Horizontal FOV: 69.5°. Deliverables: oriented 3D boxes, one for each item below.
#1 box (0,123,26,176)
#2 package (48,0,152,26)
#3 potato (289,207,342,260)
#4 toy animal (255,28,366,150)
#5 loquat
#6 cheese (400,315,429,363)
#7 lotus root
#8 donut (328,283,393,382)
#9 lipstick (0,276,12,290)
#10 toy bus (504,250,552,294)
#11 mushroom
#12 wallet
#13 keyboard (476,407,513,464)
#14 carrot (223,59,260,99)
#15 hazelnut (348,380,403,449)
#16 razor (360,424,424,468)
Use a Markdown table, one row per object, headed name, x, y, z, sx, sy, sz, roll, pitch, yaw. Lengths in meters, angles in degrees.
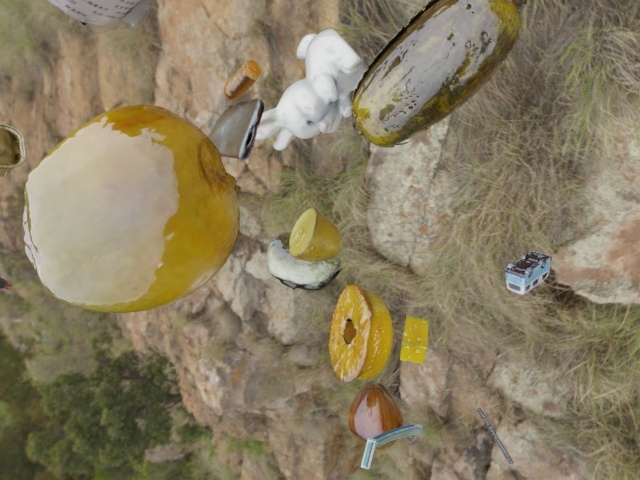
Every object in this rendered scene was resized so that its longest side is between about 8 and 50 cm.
| name | x | y | z | sx | sy | sz | roll | pitch | yaw |
| --- | --- | --- | --- | --- | --- | --- | --- | --- | --- |
| box | -0.664 | -0.178 | 0.875 | 0.111 | 0.177 | 0.111 | 2 | 93 | 48 |
| package | -0.298 | -0.369 | 0.599 | 0.203 | 0.250 | 0.062 | -18 | 81 | 34 |
| potato | 0.000 | 0.000 | 1.549 | 0.178 | 0.158 | 0.203 | -66 | 17 | -5 |
| toy animal | -0.036 | -0.412 | 1.320 | 0.241 | 0.196 | 0.368 | 43 | 102 | 25 |
| loquat | -0.254 | -0.039 | 0.636 | 0.276 | 0.283 | 0.276 | 50 | 153 | 38 |
| cheese | 0.364 | 0.364 | 1.770 | 0.093 | 0.171 | 0.126 | 9 | 138 | 12 |
| lotus root | 0.223 | -0.338 | 0.908 | 0.397 | 0.179 | 0.196 | -42 | 48 | 28 |
| donut | 0.124 | 0.286 | 1.409 | 0.303 | 0.110 | 0.303 | -169 | 90 | -73 |
| lipstick | -0.963 | 0.111 | 1.339 | 0.234 | 0.053 | 0.054 | 128 | 126 | -69 |
| toy bus | 0.525 | 0.082 | 1.166 | 0.060 | 0.122 | 0.075 | 24 | 131 | 51 |
| mushroom | -0.083 | 0.065 | 1.833 | 0.344 | 0.130 | 0.247 | 34 | 77 | 36 |
| wallet | -0.189 | -0.244 | 1.012 | 0.255 | 0.031 | 0.137 | 23 | 88 | 58 |
| keyboard | 0.590 | 0.660 | 1.562 | 0.018 | 0.060 | 0.196 | -32 | 60 | 5 |
| carrot | -0.249 | -0.494 | 1.442 | 0.225 | 0.067 | 0.067 | -4 | 89 | 61 |
| hazelnut | 0.187 | 0.581 | 1.526 | 0.186 | 0.210 | 0.210 | 33 | 114 | 13 |
| razor | 0.155 | 0.427 | 0.998 | 0.037 | 0.191 | 0.068 | 25 | 109 | 44 |
